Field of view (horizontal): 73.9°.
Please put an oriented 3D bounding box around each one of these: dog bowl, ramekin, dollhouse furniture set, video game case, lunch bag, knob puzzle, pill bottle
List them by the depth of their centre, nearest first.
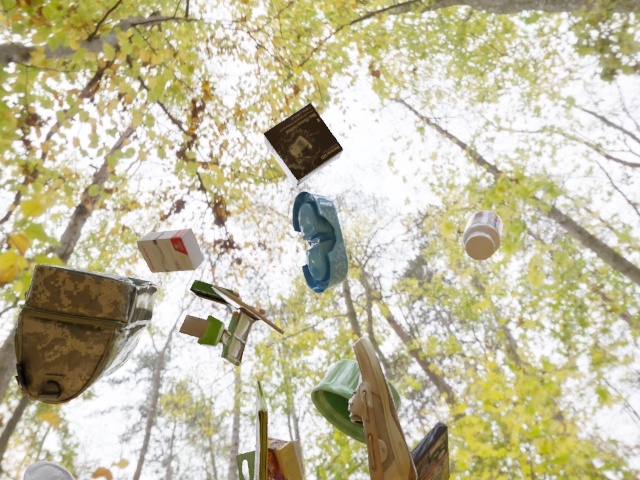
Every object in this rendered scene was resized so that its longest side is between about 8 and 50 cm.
[{"bbox_3d":[-0.505,0.196,0.926,0.213,0.305,0.255,10,-100,-10],"label":"lunch bag"},{"bbox_3d":[-0.196,0.161,1.087,0.213,0.213,0.030,46,-110,-34],"label":"knob puzzle"},{"bbox_3d":[0.254,0.659,1.145,0.275,0.035,0.248,-32,-54,-30],"label":"video game case"},{"bbox_3d":[0.000,0.000,1.228,0.074,0.296,0.166,-7,-12,-30],"label":"dog bowl"},{"bbox_3d":[0.490,-0.013,1.288,0.108,0.193,0.108,10,-64,22],"label":"pill bottle"},{"bbox_3d":[-0.351,0.292,1.460,0.152,0.197,0.301,12,-25,14],"label":"dollhouse furniture set"},{"bbox_3d":[0.130,0.555,1.474,0.304,0.148,0.303,24,-40,22],"label":"ramekin"}]

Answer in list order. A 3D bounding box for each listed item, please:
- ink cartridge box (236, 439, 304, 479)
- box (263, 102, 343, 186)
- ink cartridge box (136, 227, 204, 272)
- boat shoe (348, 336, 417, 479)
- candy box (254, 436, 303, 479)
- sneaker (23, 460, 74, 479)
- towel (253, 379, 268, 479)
[{"bbox_3d":[-0.166,0.741,1.406,0.210,0.108,0.062,-8,-27,-13],"label":"ink cartridge box"},{"bbox_3d":[-0.047,-0.257,1.154,0.156,0.093,0.158,-36,-91,-7],"label":"box"},{"bbox_3d":[-0.421,0.030,1.198,0.151,0.063,0.109,-4,-61,20],"label":"ink cartridge box"},{"bbox_3d":[0.116,0.384,0.986,0.110,0.341,0.121,-19,-43,4],"label":"boat shoe"},{"bbox_3d":[-0.101,0.622,1.120,0.109,0.186,0.053,-14,-1,42],"label":"candy box"},{"bbox_3d":[-0.702,0.739,1.165,0.296,0.104,0.146,31,-59,11],"label":"sneaker"},{"bbox_3d":[-0.114,0.388,0.779,0.021,0.102,0.237,0,-78,-16],"label":"towel"}]
